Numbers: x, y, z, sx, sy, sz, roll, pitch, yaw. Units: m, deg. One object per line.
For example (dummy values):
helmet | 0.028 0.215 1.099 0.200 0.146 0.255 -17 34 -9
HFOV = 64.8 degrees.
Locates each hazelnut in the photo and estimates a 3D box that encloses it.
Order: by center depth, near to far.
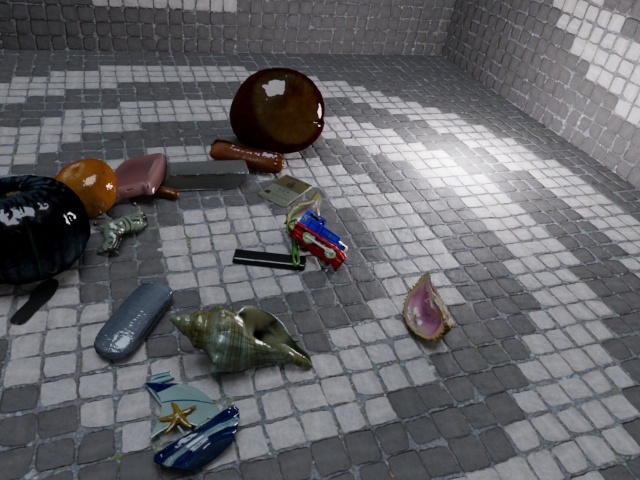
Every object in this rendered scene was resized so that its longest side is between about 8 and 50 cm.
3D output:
hazelnut | -0.193 -0.576 2.229 0.429 0.402 0.402 -22 46 -19

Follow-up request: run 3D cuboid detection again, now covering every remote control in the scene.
remote control | -0.170 0.064 1.687 0.245 0.025 0.063 6 42 -3

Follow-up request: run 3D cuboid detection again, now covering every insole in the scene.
insole | -0.807 0.171 1.432 0.064 0.004 0.188 11 37 4

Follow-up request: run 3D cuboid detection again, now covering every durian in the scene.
durian | 0.327 0.209 1.515 0.165 0.132 0.182 -31 63 -26
durian | -0.046 -0.086 1.846 0.140 0.078 0.224 13 55 22

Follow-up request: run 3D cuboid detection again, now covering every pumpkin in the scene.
pumpkin | -0.874 -0.037 1.477 0.363 0.266 0.363 2 37 -1

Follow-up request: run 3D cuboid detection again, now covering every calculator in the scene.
calculator | -0.703 -0.255 1.937 0.220 0.048 0.330 -14 35 2

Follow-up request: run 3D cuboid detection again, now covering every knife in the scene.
knife | -0.096 0.008 1.719 0.054 0.015 0.212 -12 49 4

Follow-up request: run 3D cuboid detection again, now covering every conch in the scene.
conch | -0.209 0.261 1.331 0.386 0.169 0.203 29 53 -31

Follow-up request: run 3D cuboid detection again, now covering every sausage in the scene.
sausage | -0.597 -0.184 1.906 0.131 0.041 0.039 14 32 6
sausage | -0.309 -0.352 2.141 0.330 0.102 0.102 15 38 8

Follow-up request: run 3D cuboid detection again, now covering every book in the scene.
book | -0.141 -0.205 2.047 0.138 0.016 0.198 26 40 20

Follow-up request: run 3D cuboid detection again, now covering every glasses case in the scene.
glasses case | -0.509 0.212 1.390 0.109 0.067 0.282 12 39 9

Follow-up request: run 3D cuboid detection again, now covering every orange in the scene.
orange | -0.802 -0.175 1.734 0.223 0.170 0.224 -7 48 8

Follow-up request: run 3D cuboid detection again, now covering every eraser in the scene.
eraser | -0.466 -0.257 2.002 0.352 0.077 0.111 -5 37 -17

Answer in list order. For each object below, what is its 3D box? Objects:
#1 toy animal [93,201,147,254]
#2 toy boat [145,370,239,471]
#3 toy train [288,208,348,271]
toy animal | -0.665 -0.040 1.686 0.176 0.074 0.216 38 41 24
toy boat | -0.327 0.410 1.198 0.220 0.067 0.291 -22 36 -35
toy train | 0.000 0.000 1.693 0.204 0.083 0.131 35 48 0
